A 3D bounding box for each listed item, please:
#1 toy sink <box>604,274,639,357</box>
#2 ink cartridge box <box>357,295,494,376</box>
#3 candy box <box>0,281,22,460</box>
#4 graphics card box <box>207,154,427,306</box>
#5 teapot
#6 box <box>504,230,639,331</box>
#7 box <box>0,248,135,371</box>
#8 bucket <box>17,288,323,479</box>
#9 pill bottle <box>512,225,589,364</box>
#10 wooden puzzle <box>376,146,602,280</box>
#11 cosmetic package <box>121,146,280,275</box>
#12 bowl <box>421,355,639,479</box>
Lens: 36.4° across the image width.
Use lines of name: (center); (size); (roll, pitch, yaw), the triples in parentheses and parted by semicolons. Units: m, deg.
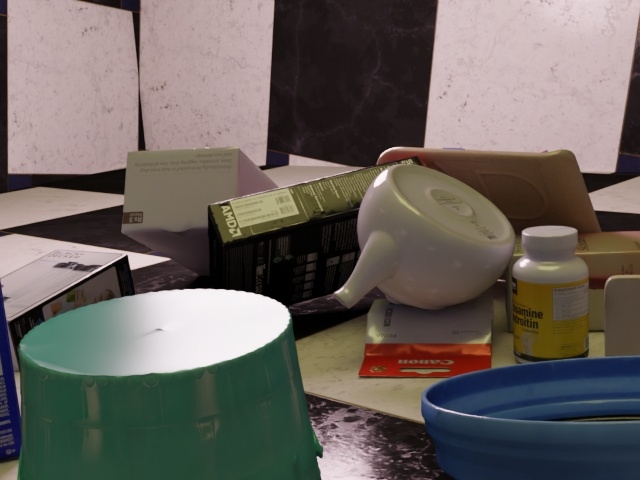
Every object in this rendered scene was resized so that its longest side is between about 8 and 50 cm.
toy sink: (0.481, 0.103, 1.242); (0.234, 0.152, 0.131); (-2, 12, 14)
ink cartridge box: (0.159, 0.136, 1.424); (0.189, 0.066, 0.232); (-1, 8, 10)
candy box: (-0.465, 0.089, 1.197); (0.122, 0.317, 0.268); (-10, 13, -27)
graphics card box: (0.000, 0.000, 1.620); (0.371, 0.233, 0.094); (-16, 57, -15)
teapot: (0.156, 0.017, 1.460); (0.256, 0.187, 0.252); (20, 27, -13)
box: (0.407, 0.061, 1.522); (0.232, 0.126, 0.148); (-1, 13, 9)
box: (-0.460, 0.105, 1.595); (0.169, 0.087, 0.290); (3, 21, 29)
bucket: (-0.138, 0.162, 0.878); (0.281, 0.183, 0.281); (-3, 13, 1)
pill bottle: (0.315, 0.077, 1.335); (0.103, 0.184, 0.103); (-3, 11, 1)
wooden puzzle: (0.308, -0.050, 1.680); (0.348, 0.322, 0.080); (2, 49, 36)
cosmetic package: (-0.192, -0.042, 1.805); (0.217, 0.156, 0.385); (-1, -15, 12)
bowl: (0.297, 0.178, 0.964); (0.391, 0.077, 0.391); (-5, 0, 0)
